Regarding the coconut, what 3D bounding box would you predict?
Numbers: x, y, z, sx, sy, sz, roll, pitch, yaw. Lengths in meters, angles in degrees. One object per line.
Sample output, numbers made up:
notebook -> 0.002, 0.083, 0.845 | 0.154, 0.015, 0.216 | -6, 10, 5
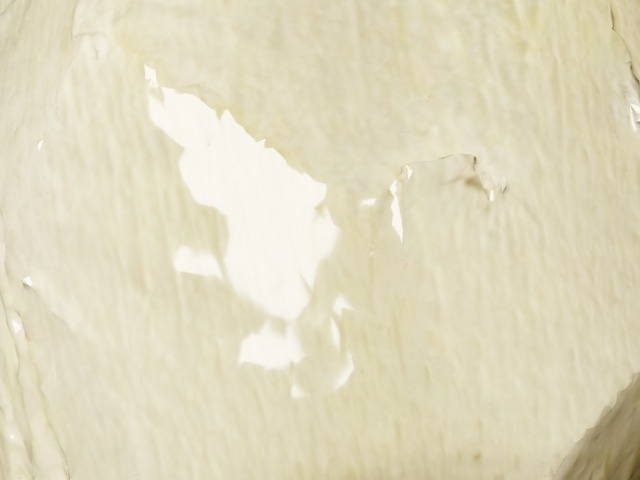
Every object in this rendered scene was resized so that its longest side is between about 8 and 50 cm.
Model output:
coconut -> 0.000, 0.000, 0.623 | 0.346, 0.346, 0.360 | -11, 85, 14
